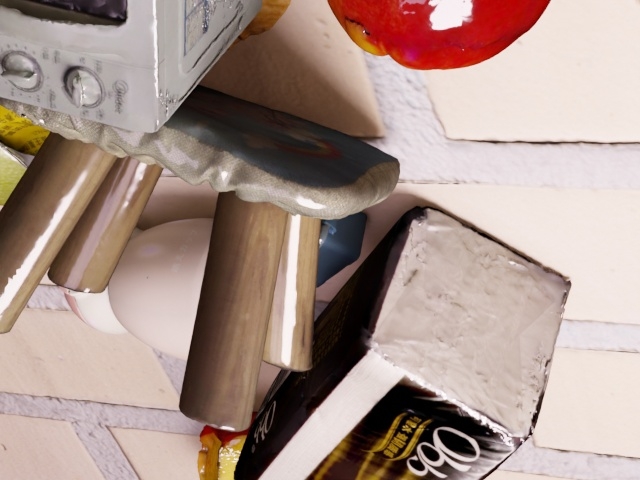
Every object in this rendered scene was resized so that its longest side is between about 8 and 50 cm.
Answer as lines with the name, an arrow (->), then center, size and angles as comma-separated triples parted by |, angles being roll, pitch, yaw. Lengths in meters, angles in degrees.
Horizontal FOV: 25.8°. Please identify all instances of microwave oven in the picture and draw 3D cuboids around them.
microwave oven -> -0.154, -0.265, 0.987 | 0.181, 0.237, 0.295 | 14, 128, 13

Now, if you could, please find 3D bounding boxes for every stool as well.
stool -> -0.115, -0.010, 1.179 | 0.310, 0.310, 0.226 | 19, 101, 10

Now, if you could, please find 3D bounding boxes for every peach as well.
peach -> -0.077, 0.262, 1.657 | 0.151, 0.118, 0.151 | -1, 119, -1
peach -> 0.088, -0.221, 0.996 | 0.197, 0.197, 0.197 | 14, 139, 13

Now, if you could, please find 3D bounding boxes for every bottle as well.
bottle -> -0.167, 0.045, 1.447 | 0.236, 0.147, 0.148 | 6, 138, 33

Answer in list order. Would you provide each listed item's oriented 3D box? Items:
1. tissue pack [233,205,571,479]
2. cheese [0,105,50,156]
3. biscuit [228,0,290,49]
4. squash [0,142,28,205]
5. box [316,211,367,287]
tissue pack -> 0.064, 0.159, 1.398 | 0.198, 0.210, 0.370 | 26, 142, -9
cheese -> -0.295, -0.141, 1.327 | 0.156, 0.064, 0.250 | -13, 146, 39
biscuit -> -0.121, -0.218, 1.197 | 0.224, 0.033, 0.144 | 2, 144, 14
squash -> -0.352, -0.064, 1.396 | 0.184, 0.085, 0.192 | 39, 169, -21
box -> 0.000, 0.000, 1.365 | 0.054, 0.074, 0.099 | 26, 143, -24
